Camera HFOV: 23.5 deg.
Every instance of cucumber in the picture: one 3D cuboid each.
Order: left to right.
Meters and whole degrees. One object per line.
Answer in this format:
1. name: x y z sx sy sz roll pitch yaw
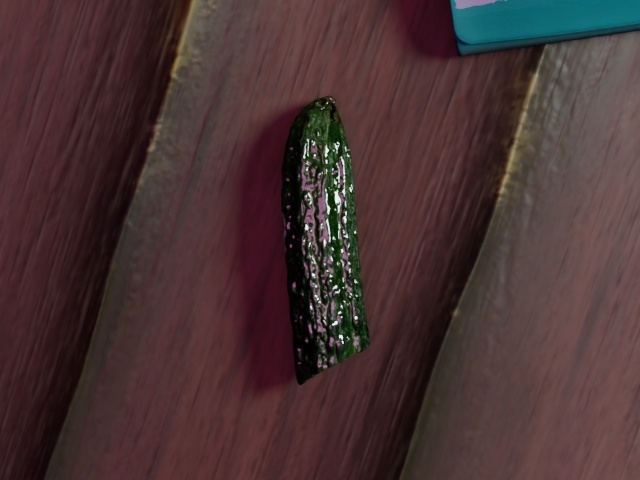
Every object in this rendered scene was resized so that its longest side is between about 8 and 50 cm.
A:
1. cucumber: 0.000 0.000 1.430 0.077 0.077 0.265 -6 95 8

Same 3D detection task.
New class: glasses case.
1. glasses case: 0.264 -0.243 1.376 0.301 0.070 0.117 -8 95 7
